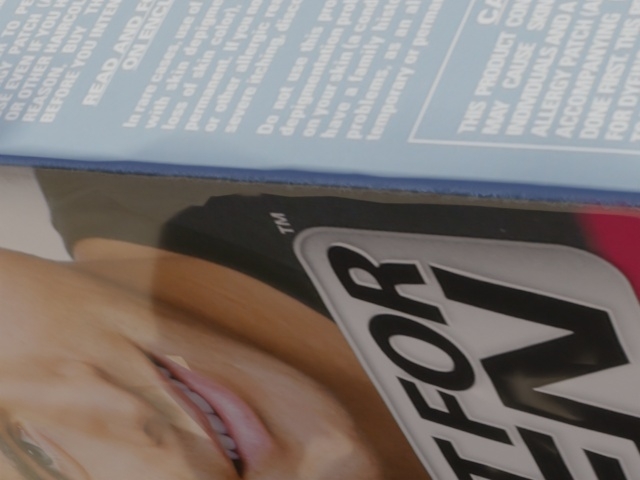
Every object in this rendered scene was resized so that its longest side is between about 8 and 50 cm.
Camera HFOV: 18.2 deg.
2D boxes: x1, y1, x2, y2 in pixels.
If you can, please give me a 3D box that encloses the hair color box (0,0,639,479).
[{"bbox_3d":[0.000,0.000,0.479,0.374,0.185,0.113,5,54,32],"label":"hair color box"}]
